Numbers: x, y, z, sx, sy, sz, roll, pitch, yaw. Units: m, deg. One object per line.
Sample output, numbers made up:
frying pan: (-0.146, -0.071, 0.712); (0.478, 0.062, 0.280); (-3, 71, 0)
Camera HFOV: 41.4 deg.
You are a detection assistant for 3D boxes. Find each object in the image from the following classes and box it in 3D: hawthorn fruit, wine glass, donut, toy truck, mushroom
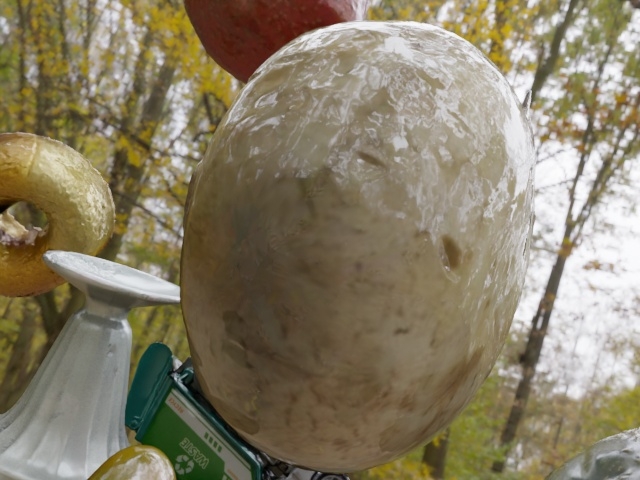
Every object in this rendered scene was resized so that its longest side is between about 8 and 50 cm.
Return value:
hawthorn fruit: (-0.031, -0.262, 0.990); (0.253, 0.205, 0.205); (41, -26, -28)
wine glass: (-0.199, 0.119, 0.723); (0.165, 0.196, 0.165); (21, 1, 0)
donut: (-0.307, -0.018, 0.858); (0.190, 0.074, 0.174); (-12, -62, 15)
toy truck: (-0.081, 0.202, 0.822); (0.253, 0.124, 0.114); (45, -13, 12)
mushroom: (0.000, 0.000, 0.453); (0.195, 0.253, 0.189); (16, 5, 22)

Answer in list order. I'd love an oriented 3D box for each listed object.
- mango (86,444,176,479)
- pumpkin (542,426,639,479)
mango: (-0.140, 0.207, 0.544); (0.089, 0.163, 0.111); (27, -24, -14)
pumpkin: (0.260, 0.302, 0.621); (0.292, 0.327, 0.257); (-22, 6, 18)
